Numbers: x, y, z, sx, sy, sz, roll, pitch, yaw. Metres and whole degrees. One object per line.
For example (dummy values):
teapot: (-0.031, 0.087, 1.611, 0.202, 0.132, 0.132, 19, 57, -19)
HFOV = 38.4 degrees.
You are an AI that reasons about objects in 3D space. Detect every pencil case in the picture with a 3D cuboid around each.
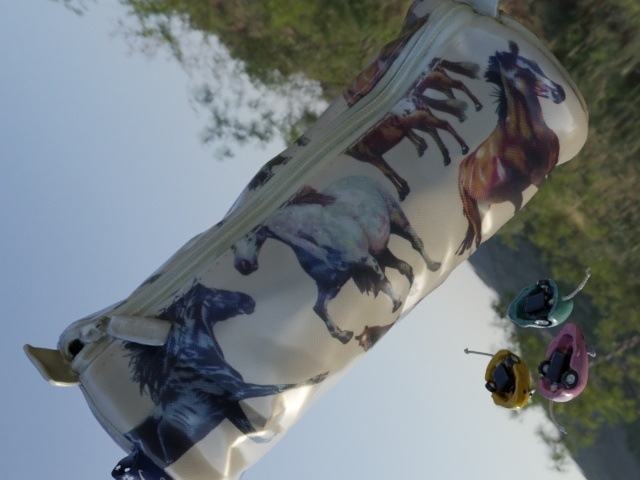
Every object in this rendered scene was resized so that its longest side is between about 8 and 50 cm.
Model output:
pencil case: (0.000, 0.000, 0.655, 0.160, 0.410, 0.183, 46, 179, 33)

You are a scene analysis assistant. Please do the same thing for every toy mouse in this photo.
toy mouse: (0.191, 0.083, 0.754, 0.031, 0.143, 0.161, 22, -160, -21)
